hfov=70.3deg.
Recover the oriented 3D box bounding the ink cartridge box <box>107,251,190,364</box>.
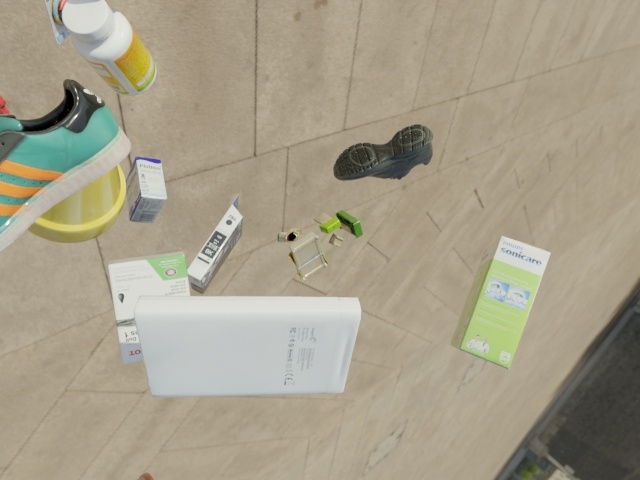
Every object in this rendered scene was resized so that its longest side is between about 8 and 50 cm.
[{"bbox_3d":[-0.368,0.145,1.006,0.160,0.092,0.220,-8,97,-20],"label":"ink cartridge box"}]

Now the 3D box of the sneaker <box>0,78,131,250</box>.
[{"bbox_3d":[-0.392,-0.085,0.560,0.302,0.108,0.121,-45,139,-22],"label":"sneaker"}]

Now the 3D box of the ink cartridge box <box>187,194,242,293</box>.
[{"bbox_3d":[-0.344,0.013,1.566,0.333,0.065,0.165,-62,179,-25],"label":"ink cartridge box"}]

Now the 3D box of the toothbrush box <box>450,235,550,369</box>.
[{"bbox_3d":[0.432,0.153,1.121,0.206,0.122,0.284,49,62,-76],"label":"toothbrush box"}]

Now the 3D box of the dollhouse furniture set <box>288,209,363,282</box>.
[{"bbox_3d":[0.000,0.000,0.825,0.151,0.058,0.076,-33,127,-19],"label":"dollhouse furniture set"}]

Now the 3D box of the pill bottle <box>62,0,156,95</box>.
[{"bbox_3d":[-0.503,-0.466,1.092,0.136,0.136,0.246,-46,172,-7],"label":"pill bottle"}]

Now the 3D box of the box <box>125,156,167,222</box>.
[{"bbox_3d":[-0.488,-0.140,1.266,0.072,0.137,0.126,3,148,-37],"label":"box"}]

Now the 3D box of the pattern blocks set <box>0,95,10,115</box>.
[{"bbox_3d":[-1.083,-0.364,1.420,0.325,0.285,0.026,119,-9,-51],"label":"pattern blocks set"}]

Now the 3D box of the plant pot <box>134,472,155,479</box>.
[{"bbox_3d":[-0.491,0.674,0.962,0.264,0.272,0.273,2,121,-36],"label":"plant pot"}]

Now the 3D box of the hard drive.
[{"bbox_3d":[-0.121,0.190,0.792,0.352,0.047,0.233,1,129,-8],"label":"hard drive"}]

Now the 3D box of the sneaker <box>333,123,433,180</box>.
[{"bbox_3d":[0.176,-0.211,1.254,0.285,0.109,0.130,-14,146,15],"label":"sneaker"}]

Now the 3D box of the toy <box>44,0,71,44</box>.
[{"bbox_3d":[-0.739,-0.699,1.332,0.237,0.056,0.137,113,1,-59],"label":"toy"}]

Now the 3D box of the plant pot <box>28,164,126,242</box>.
[{"bbox_3d":[-0.569,-0.151,1.031,0.253,0.254,0.239,-22,172,-35],"label":"plant pot"}]

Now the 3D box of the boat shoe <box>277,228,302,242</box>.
[{"bbox_3d":[-0.106,-0.014,1.714,0.135,0.045,0.050,-21,115,-55],"label":"boat shoe"}]
